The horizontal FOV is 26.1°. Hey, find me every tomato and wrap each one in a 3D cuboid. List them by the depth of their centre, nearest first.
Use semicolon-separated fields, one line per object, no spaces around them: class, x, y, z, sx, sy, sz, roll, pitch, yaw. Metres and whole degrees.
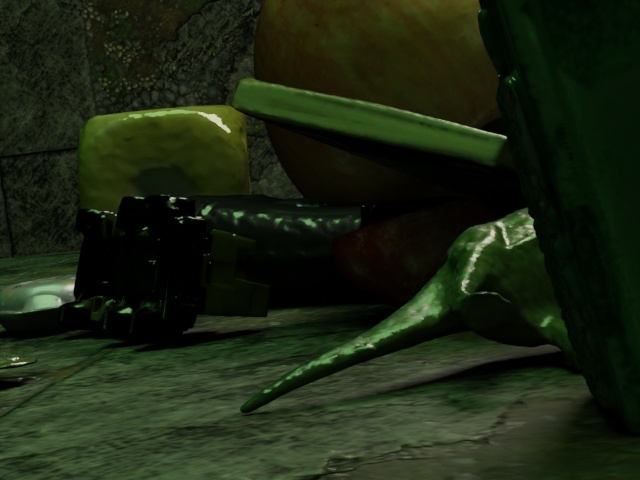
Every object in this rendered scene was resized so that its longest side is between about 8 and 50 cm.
tomato;0.093;0.021;1.178;0.159;0.091;0.139;-13;-7;10

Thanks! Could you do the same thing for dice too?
dice;-0.201;-0.060;1.896;0.226;0.238;0.233;-5;2;1

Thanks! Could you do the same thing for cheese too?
cheese;-0.293;0.065;1.510;0.135;0.052;0.244;-7;3;-5

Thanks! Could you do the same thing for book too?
book;0.162;-0.060;1.277;0.300;0.039;0.428;16;0;40

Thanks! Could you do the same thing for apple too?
apple;0.104;-0.196;1.616;0.391;0.391;0.346;-10;44;-47

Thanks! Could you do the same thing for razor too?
razor;0.001;0.004;1.457;0.326;0.107;0.189;1;5;33

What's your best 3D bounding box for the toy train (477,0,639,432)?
toy train;0.201;-0.046;0.685;0.201;0.266;0.145;-17;2;5

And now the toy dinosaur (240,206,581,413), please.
toy dinosaur;0.134;0.001;0.951;0.447;0.087;0.301;-14;18;-11

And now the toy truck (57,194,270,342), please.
toy truck;-0.154;0.031;1.298;0.127;0.127;0.257;9;-6;-32

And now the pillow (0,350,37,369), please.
pillow;-0.330;0.106;1.041;0.217;0.033;0.130;-9;5;-42
